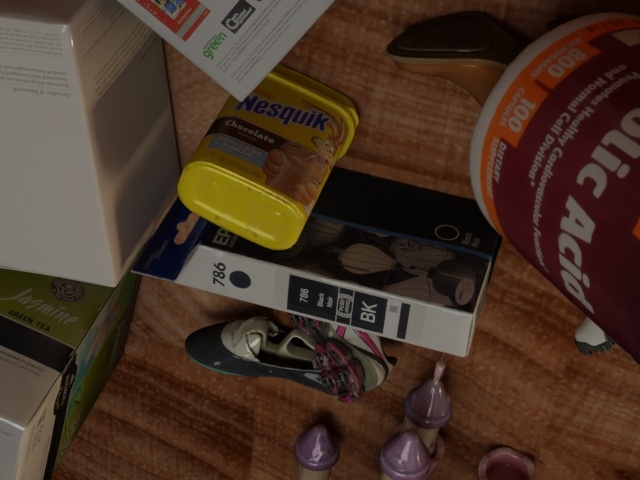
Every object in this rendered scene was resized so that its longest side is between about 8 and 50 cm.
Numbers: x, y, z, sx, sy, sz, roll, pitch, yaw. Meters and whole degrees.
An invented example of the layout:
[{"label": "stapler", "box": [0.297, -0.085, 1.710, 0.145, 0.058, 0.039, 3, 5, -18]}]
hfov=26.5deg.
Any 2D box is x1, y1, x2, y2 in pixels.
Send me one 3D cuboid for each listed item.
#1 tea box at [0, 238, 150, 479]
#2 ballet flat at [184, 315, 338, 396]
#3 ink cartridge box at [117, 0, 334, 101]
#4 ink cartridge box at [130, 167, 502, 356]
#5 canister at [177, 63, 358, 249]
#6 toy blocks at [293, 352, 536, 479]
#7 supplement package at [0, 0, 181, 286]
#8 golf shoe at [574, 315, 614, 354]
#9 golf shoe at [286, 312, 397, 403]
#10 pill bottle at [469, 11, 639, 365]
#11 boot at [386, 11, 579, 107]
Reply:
[{"label": "tea box", "box": [-0.396, 0.090, 1.427, 0.329, 0.323, 0.220, 22, 132, 4]}, {"label": "ballet flat", "box": [-0.046, 0.116, 1.486, 0.203, 0.074, 0.074, 14, 132, 2]}, {"label": "ink cartridge box", "box": [-0.066, -0.314, 1.092, 0.272, 0.130, 0.309, 39, 131, -11]}, {"label": "ink cartridge box", "box": [0.000, 0.000, 1.305, 0.333, 0.165, 0.065, 12, 131, 10]}, {"label": "canister", "box": [-0.047, -0.080, 1.252, 0.126, 0.170, 0.073, 25, 133, -1]}, {"label": "toy blocks", "box": [0.057, 0.285, 1.441, 0.309, 0.288, 0.260, 18, 139, 9]}, {"label": "supplement package", "box": [-0.256, -0.129, 1.288, 0.175, 0.177, 0.293, 9, 130, 15]}, {"label": "golf shoe", "box": [0.291, 0.026, 1.284, 0.094, 0.077, 0.198, 40, 125, 1]}, {"label": "golf shoe", "box": [0.015, 0.074, 1.432, 0.067, 0.086, 0.186, -11, 106, 56]}, {"label": "pill bottle", "box": [0.295, -0.003, 1.006, 0.224, 0.392, 0.224, -12, 122, -20]}, {"label": "boot", "box": [0.161, -0.120, 1.207, 0.197, 0.073, 0.152, 5, 134, 21]}]
